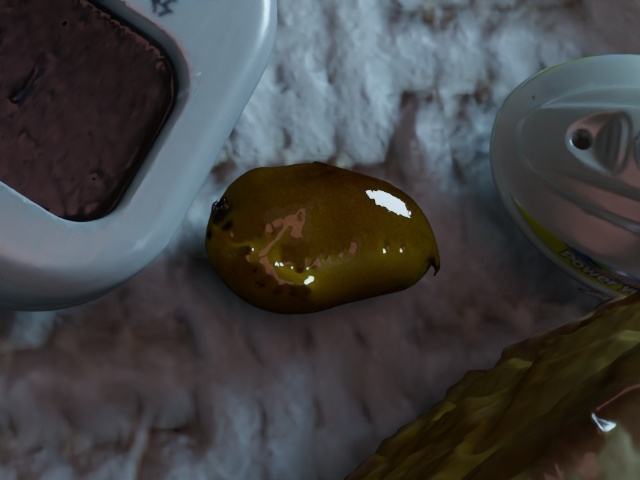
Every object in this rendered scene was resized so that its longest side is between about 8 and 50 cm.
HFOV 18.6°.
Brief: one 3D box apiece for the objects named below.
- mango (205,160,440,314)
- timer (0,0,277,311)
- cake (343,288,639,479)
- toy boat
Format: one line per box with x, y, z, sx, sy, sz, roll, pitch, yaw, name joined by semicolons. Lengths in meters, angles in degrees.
0.000;0.000;0.973;0.127;0.063;0.077;0;73;-28;mango
-0.162;-0.106;0.915;0.262;0.087;0.237;33;67;-12;timer
0.163;0.189;0.866;0.293;0.314;0.307;-41;93;-27;cake
0.224;-0.017;1.036;0.269;0.141;0.140;21;70;-32;toy boat
